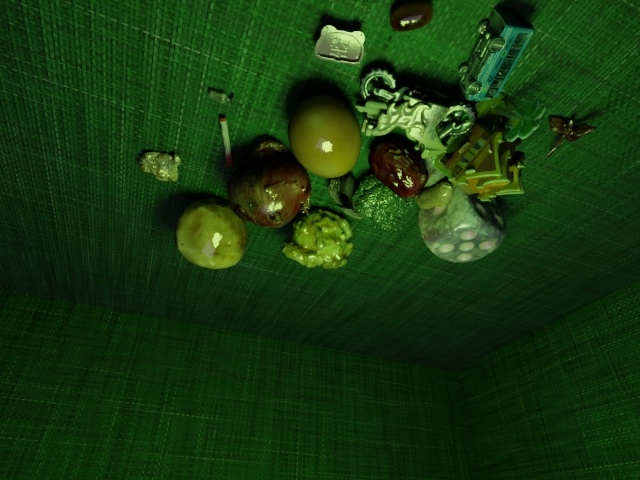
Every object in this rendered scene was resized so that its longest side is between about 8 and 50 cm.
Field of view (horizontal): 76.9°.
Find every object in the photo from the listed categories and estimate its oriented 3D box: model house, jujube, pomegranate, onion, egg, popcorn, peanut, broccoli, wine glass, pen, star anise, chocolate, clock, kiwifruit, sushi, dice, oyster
[{"bbox_3d":[0.622,-0.294,1.370,0.242,0.313,0.358,26,113,-32],"label":"model house"},{"bbox_3d":[0.296,-0.280,1.533,0.243,0.183,0.183,41,143,13],"label":"jujube"},{"bbox_3d":[-0.480,-0.026,1.797,0.332,0.333,0.333,1,143,1],"label":"pomegranate"},{"bbox_3d":[-0.191,-0.188,1.574,0.353,0.354,0.354,1,143,1],"label":"onion"},{"bbox_3d":[0.020,-0.355,1.416,0.249,0.250,0.322,-11,151,16],"label":"egg"},{"bbox_3d":[-0.007,-0.004,1.862,0.335,0.279,0.274,28,176,-33],"label":"popcorn"},{"bbox_3d":[0.468,-0.179,1.657,0.099,0.100,0.214,22,162,-25],"label":"peanut"},{"bbox_3d":[0.264,-0.165,1.707,0.268,0.262,0.241,0,-177,-5],"label":"broccoli"},{"bbox_3d":[-0.344,-0.503,1.407,0.083,0.039,0.042,17,143,-13],"label":"wine glass"},{"bbox_3d":[-0.366,-0.384,1.571,0.028,0.028,0.239,2,143,-2],"label":"pen"},{"bbox_3d":[0.889,-0.369,1.479,0.158,0.144,0.140,24,-178,18],"label":"star anise"},{"bbox_3d":[0.469,-0.319,1.585,0.185,0.101,0.303,25,134,-24],"label":"chocolate"},{"bbox_3d":[0.062,-0.610,1.239,0.152,0.050,0.110,7,143,-8],"label":"clock"},{"bbox_3d":[0.262,-0.649,1.164,0.124,0.075,0.075,-8,142,17],"label":"kiwifruit"},{"bbox_3d":[0.118,-0.185,1.771,0.109,0.135,0.273,7,169,27],"label":"sushi"},{"bbox_3d":[0.607,-0.083,1.742,0.271,0.270,0.270,24,139,-27],"label":"dice"},{"bbox_3d":[-0.651,-0.304,1.649,0.191,0.081,0.163,-31,128,31],"label":"oyster"}]

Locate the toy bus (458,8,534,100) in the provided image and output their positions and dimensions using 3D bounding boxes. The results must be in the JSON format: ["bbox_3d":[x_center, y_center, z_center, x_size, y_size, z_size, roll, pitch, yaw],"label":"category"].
[{"bbox_3d":[0.531,-0.559,1.242,0.134,0.114,0.246,1,142,-10],"label":"toy bus"}]

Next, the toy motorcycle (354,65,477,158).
[{"bbox_3d":[0.309,-0.425,1.375,0.409,0.169,0.237,22,131,-3],"label":"toy motorcycle"}]
